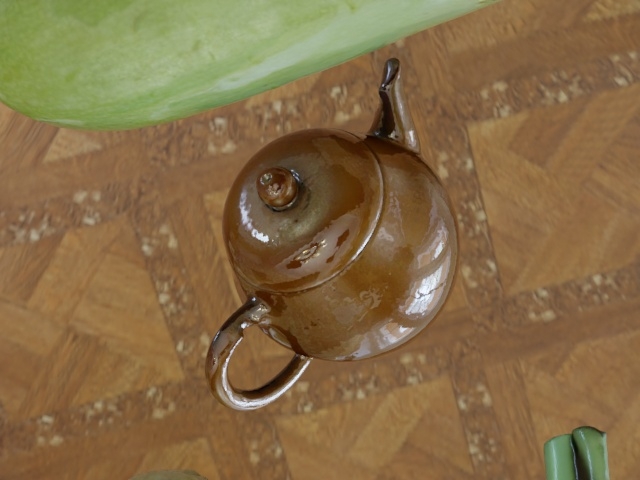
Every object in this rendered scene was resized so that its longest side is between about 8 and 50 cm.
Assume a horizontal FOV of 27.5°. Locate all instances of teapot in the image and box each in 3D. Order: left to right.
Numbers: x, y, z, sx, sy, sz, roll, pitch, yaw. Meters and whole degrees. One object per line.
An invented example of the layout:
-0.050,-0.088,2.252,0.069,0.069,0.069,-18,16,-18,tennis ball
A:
0.000,0.000,0.596,0.116,0.116,0.173,34,84,-16,teapot

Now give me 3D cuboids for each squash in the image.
0.033,-0.132,0.445,0.370,0.118,0.118,-18,114,20,squash

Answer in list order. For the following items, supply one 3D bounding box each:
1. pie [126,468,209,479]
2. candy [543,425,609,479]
-0.061,0.194,0.516,0.185,0.218,0.052,-34,136,32,pie
0.066,0.165,0.292,0.073,0.262,0.077,-24,140,34,candy
